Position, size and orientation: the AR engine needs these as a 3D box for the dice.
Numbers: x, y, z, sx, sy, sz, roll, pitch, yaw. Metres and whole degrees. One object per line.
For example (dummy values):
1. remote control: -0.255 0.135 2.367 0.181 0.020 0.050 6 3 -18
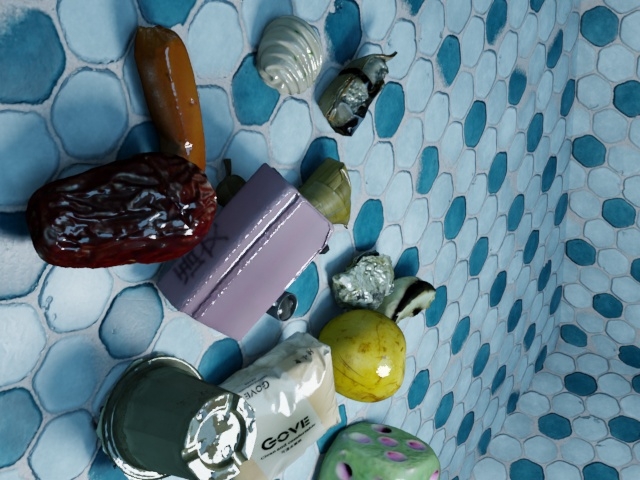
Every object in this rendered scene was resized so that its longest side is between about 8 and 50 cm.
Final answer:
1. dice: 0.186 0.811 2.450 0.330 0.319 0.322 -5 109 -55

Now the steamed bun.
1. steamed bun: -0.061 -0.414 1.677 0.183 0.106 0.182 -27 125 -46

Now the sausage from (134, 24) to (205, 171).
1. sausage: -0.284 -0.254 1.448 0.094 0.097 0.348 -34 133 -32

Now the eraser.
1. eraser: -0.155 0.034 1.662 0.359 0.122 0.272 -47 145 0

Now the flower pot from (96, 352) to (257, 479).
1. flower pot: -0.288 0.403 1.580 0.291 0.259 0.290 -3 95 -44

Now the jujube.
1. jujube: -0.366 -0.048 1.365 0.342 0.216 0.216 -16 119 -42

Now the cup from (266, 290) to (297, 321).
1. cup: -0.119 0.159 1.906 0.100 0.077 0.078 29 82 -56

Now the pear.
1. pear: 0.120 0.335 2.154 0.281 0.281 0.280 -29 129 -44

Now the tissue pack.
1. tissue pack: -0.123 0.454 1.965 0.376 0.195 0.389 -34 134 -23

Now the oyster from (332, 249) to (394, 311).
1. oyster: 0.130 0.132 2.216 0.268 0.112 0.198 -27 128 -42

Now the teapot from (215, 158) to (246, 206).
1. teapot: -0.198 -0.129 1.666 0.085 0.080 0.110 -1 69 -50

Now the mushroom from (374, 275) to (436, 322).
1. mushroom: 0.240 0.232 2.419 0.344 0.130 0.247 -36 158 -36

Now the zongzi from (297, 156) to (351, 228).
1. zongzi: -0.005 -0.062 1.945 0.228 0.115 0.256 -45 150 -27

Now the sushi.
1. sushi: 0.092 -0.405 1.896 0.109 0.134 0.272 35 86 -24

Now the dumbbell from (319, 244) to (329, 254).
1. dumbbell: 0.000 0.000 2.030 0.040 0.036 0.083 -46 139 -32
